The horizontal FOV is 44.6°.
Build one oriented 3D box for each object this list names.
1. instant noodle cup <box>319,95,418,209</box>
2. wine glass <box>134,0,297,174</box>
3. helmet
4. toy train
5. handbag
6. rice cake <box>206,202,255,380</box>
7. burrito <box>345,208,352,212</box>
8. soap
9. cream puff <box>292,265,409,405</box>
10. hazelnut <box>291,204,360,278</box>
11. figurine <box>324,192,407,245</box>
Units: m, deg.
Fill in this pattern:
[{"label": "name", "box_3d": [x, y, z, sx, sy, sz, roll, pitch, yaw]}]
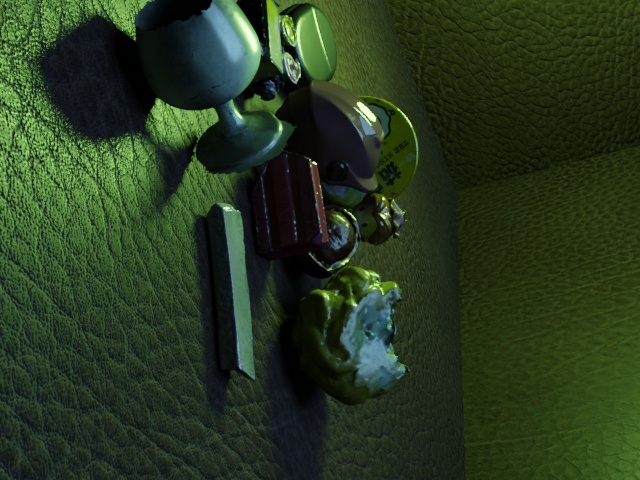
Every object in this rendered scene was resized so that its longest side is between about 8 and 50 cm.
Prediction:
[{"label": "instant noodle cup", "box_3d": [0.134, -0.253, 2.307, 0.254, 0.325, 0.326, -21, 97, -79]}, {"label": "wine glass", "box_3d": [-0.208, -0.314, 1.491, 0.238, 0.238, 0.323, -84, 157, -44]}, {"label": "helmet", "box_3d": [0.046, -0.289, 2.035, 0.338, 0.197, 0.271, 28, 29, -5]}, {"label": "toy train", "box_3d": [-0.140, -0.480, 1.924, 0.177, 0.134, 0.261, 41, 40, -59]}, {"label": "handbag", "box_3d": [-0.042, -0.546, 2.239, 0.308, 0.093, 0.254, -54, 129, -53]}, {"label": "rice cake", "box_3d": [-0.178, 0.098, 1.551, 0.072, 0.056, 0.365, 23, 56, -60]}, {"label": "burrito", "box_3d": [0.096, -0.171, 2.520, 0.045, 0.041, 0.185, 18, 49, -17]}, {"label": "soap", "box_3d": [-0.073, -0.093, 1.809, 0.099, 0.162, 0.250, 28, 52, -65]}, {"label": "cream puff", "box_3d": [0.044, 0.227, 1.868, 0.274, 0.269, 0.323, 5, 80, -34]}, {"label": "hazelnut", "box_3d": [0.006, 0.005, 1.951, 0.161, 0.170, 0.202, -64, 180, 30]}, {"label": "figurine", "box_3d": [0.102, -0.046, 2.108, 0.189, 0.263, 0.142, 22, 56, -72]}]
